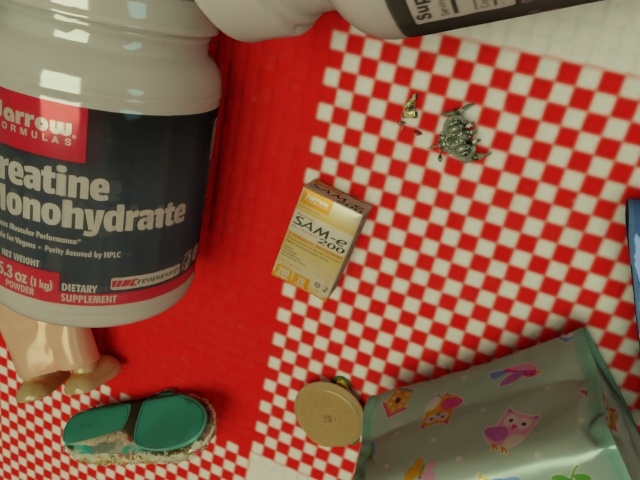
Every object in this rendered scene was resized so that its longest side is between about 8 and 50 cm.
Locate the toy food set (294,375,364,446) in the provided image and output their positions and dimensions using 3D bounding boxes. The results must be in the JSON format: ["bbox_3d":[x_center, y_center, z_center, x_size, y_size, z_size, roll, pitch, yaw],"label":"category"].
[{"bbox_3d":[0.011,0.186,0.604,0.082,0.020,0.083,-20,100,26],"label":"toy food set"}]

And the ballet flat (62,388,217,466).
[{"bbox_3d":[-0.208,0.234,0.684,0.241,0.091,0.077,-10,135,28],"label":"ballet flat"}]

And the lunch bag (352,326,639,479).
[{"bbox_3d":[0.182,0.240,0.483,0.223,0.160,0.262,-25,108,26],"label":"lunch bag"}]

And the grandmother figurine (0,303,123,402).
[{"bbox_3d":[-0.346,0.010,0.641,0.208,0.104,0.342,-11,103,-4],"label":"grandmother figurine"}]

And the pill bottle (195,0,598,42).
[{"bbox_3d":[0.100,-0.233,0.312,0.363,0.210,0.210,-3,108,22],"label":"pill bottle"}]

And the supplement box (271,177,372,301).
[{"bbox_3d":[0.000,0.000,0.531,0.062,0.036,0.098,26,116,10],"label":"supplement box"}]

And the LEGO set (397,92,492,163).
[{"bbox_3d":[0.102,-0.089,0.467,0.083,0.023,0.054,14,113,16],"label":"LEGO set"}]

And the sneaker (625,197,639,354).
[{"bbox_3d":[0.289,0.073,0.422,0.090,0.081,0.232,-6,106,28],"label":"sneaker"}]

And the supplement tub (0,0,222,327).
[{"bbox_3d":[-0.191,-0.081,0.488,0.191,0.191,0.272,19,114,14],"label":"supplement tub"}]
